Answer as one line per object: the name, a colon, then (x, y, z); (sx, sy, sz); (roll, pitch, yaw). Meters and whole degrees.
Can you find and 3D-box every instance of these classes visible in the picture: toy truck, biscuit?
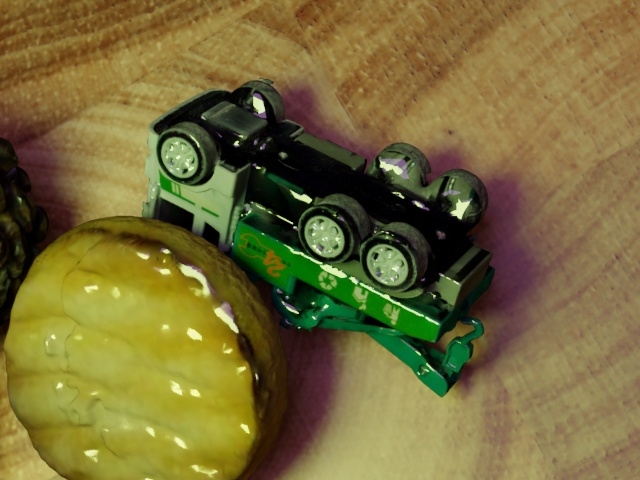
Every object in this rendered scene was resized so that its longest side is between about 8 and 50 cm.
toy truck: (0.000, -0.007, 1.482); (0.363, 0.176, 0.178); (29, 125, 16)
biscuit: (-0.164, 0.119, 1.486); (0.296, 0.102, 0.296); (7, 107, 25)

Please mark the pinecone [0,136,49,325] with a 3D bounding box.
pinecone: (-0.417, -0.003, 1.521); (0.242, 0.296, 0.298); (21, 116, 27)
